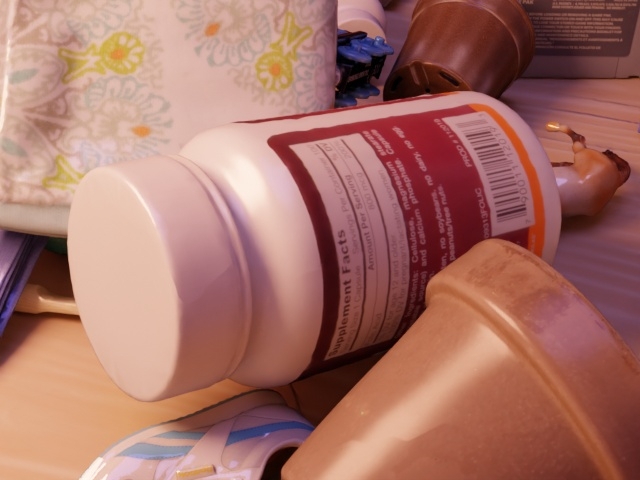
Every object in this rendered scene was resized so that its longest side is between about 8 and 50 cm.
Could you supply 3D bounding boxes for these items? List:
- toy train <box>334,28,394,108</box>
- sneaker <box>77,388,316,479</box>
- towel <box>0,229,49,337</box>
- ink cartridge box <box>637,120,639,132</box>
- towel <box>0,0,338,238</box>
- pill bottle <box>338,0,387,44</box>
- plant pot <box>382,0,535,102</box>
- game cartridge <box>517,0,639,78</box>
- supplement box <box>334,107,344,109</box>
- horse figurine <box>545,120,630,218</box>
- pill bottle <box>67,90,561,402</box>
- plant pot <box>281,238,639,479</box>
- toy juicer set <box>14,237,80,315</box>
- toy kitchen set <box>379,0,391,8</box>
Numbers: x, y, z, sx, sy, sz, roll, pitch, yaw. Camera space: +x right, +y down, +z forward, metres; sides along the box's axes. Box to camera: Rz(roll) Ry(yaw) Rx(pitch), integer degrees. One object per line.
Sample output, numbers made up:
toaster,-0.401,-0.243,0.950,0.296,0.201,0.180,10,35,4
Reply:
toy train,0.017,-0.210,1.273,0.105,0.080,0.184,24,21,12
sneaker,-0.096,0.193,0.851,0.228,0.087,0.092,-25,36,-30
towel,-0.443,0.017,1.075,0.335,0.040,0.243,10,61,14
ink cartridge box,0.529,-0.254,1.374,0.311,0.186,0.065,-17,43,-21
towel,-0.157,-0.148,1.074,0.374,0.321,0.090,8,-10,-24
pill bottle,0.021,-0.310,1.495,0.124,0.124,0.221,-8,38,-11
plant pot,0.162,-0.211,1.348,0.166,0.167,0.165,16,48,19
game cartridge,0.315,-0.309,1.436,0.297,0.198,0.062,1,37,0
supplement box,-0.064,-0.141,1.241,0.188,0.081,0.104,14,24,-26
horse figurine,0.250,-0.059,1.214,0.263,0.066,0.174,-19,35,-21
pill bottle,0.000,0.000,0.948,0.392,0.224,0.224,-13,38,-34
plant pot,0.103,0.166,0.787,0.229,0.263,0.263,-31,45,-12
toy juicer set,-0.295,-0.031,1.148,0.209,0.090,0.329,-6,38,-9
toy kitchen set,0.012,-0.427,1.704,0.207,0.166,0.122,40,41,-9
